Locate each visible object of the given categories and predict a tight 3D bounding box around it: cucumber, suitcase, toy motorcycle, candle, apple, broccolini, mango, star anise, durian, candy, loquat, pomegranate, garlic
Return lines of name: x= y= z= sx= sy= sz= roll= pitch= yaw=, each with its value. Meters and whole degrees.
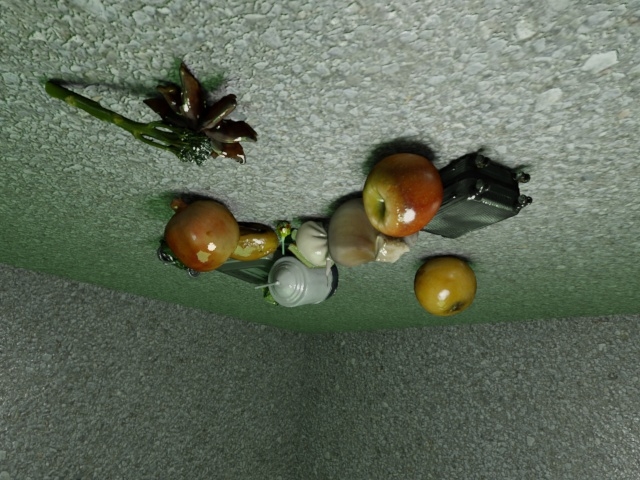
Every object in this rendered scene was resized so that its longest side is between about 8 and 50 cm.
cucumber: x=-0.118 y=-0.011 z=1.730 sx=0.048 sy=0.048 sz=0.105 roll=17 pitch=160 yaw=-30
suitcase: x=0.398 y=-0.112 z=1.226 sx=0.202 sy=0.128 sz=0.312 roll=13 pitch=158 yaw=-22
toy motorcycle: x=-0.589 y=0.061 z=1.938 sx=0.205 sy=0.127 sz=0.275 roll=-10 pitch=148 yaw=32
candle: x=-0.083 y=0.168 z=1.856 sx=0.221 sy=0.222 sz=0.342 roll=-9 pitch=176 yaw=32
apple: x=0.216 y=-0.120 z=1.157 sx=0.173 sy=0.211 sz=0.235 roll=-21 pitch=-178 yaw=-22
broccolini: x=-0.420 y=-0.267 z=0.983 sx=0.392 sy=0.079 sz=0.074 roll=26 pitch=167 yaw=6
mango: x=-0.284 y=0.004 z=1.701 sx=0.248 sy=0.151 sz=0.156 roll=-1 pitch=-169 yaw=-3
star anise: x=-0.271 y=-0.274 z=1.002 sx=0.288 sy=0.088 sz=0.288 roll=16 pitch=157 yaw=7
durian: x=-0.215 y=0.239 z=2.091 sx=0.132 sy=0.107 sz=0.375 roll=7 pitch=161 yaw=-2
candy: x=-0.142 y=-0.003 z=1.686 sx=0.058 sy=0.062 sz=0.194 roll=42 pitch=150 yaw=22
loquat: x=0.524 y=0.194 z=1.851 sx=0.262 sy=0.263 sz=0.263 roll=4 pitch=160 yaw=2
pomegranate: x=-0.411 y=-0.031 z=1.503 sx=0.270 sy=0.229 sz=0.252 roll=48 pitch=153 yaw=-16
garlic: x=0.158 y=-0.008 z=1.430 sx=0.231 sy=0.246 sz=0.340 roll=0 pitch=160 yaw=-34

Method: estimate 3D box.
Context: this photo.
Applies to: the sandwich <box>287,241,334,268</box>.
sandwich: x=0.002 y=0.049 z=1.748 sx=0.257 sy=0.096 sz=0.094 roll=-3 pitch=152 yaw=-22

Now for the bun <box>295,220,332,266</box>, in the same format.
bun: x=0.000 y=0.000 z=1.577 sx=0.120 sy=0.173 sz=0.172 roll=-39 pitch=139 yaw=27

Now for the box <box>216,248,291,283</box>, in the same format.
box: x=-0.287 y=0.127 z=2.079 sx=0.372 sy=0.091 sz=0.367 roll=-9 pitch=155 yaw=31
